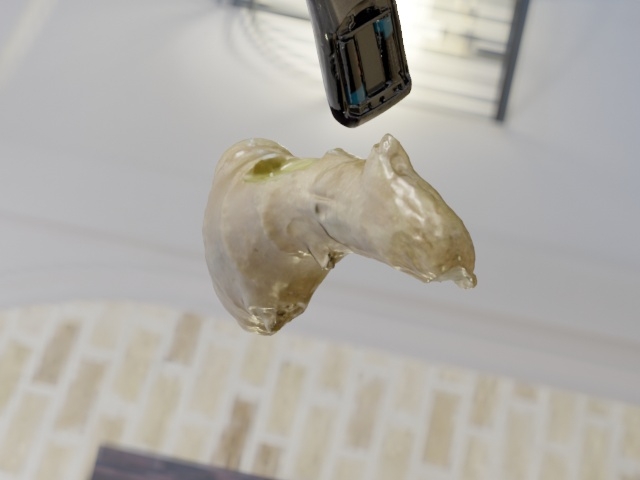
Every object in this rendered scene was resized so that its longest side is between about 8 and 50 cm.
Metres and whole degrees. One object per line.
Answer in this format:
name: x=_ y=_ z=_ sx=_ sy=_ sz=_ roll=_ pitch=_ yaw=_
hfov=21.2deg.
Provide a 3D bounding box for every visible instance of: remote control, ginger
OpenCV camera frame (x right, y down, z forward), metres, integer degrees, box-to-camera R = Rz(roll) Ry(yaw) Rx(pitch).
remote control: x=0.014 y=-0.156 z=0.964 sx=0.059 sy=0.028 sz=0.212 roll=-31 pitch=-46 yaw=-18
ginger: x=0.000 y=0.000 z=1.050 sx=0.294 sy=0.086 sz=0.131 roll=3 pitch=89 yaw=63
